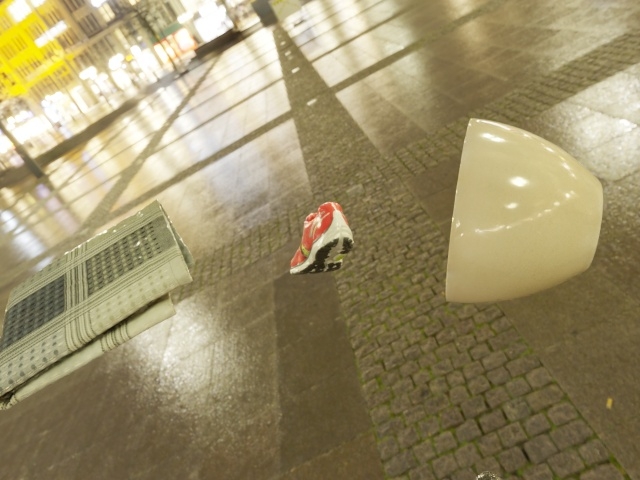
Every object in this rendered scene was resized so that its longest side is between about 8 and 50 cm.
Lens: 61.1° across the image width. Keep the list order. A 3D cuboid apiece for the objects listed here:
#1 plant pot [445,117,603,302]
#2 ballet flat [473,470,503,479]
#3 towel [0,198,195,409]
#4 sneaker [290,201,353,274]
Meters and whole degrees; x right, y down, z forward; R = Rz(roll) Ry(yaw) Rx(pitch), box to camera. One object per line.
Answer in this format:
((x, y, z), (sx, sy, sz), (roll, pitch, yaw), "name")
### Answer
((0.304, -0.034, 0.812), (0.191, 0.283, 0.284), (7, 37, 18), "plant pot")
((0.249, 0.370, 0.679), (0.057, 0.173, 0.049), (-44, -10, 30), "ballet flat")
((-0.358, 0.081, 0.866), (0.324, 0.056, 0.312), (-33, 33, -6), "towel")
((0.000, 0.000, 1.192), (0.108, 0.118, 0.279), (-4, -20, -22), "sneaker")
